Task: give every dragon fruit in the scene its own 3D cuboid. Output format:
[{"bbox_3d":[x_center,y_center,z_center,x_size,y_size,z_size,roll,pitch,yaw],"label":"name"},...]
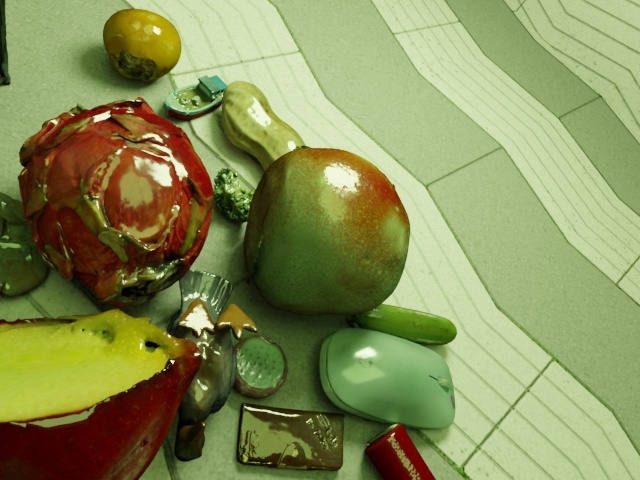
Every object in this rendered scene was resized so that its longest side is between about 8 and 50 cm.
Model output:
[{"bbox_3d":[-0.299,-0.065,0.774,0.277,0.277,0.343,-25,71,-37],"label":"dragon fruit"}]

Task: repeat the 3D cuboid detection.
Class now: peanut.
[{"bbox_3d":[-0.120,-0.219,1.068,0.125,0.111,0.274,-35,79,-34],"label":"peanut"}]

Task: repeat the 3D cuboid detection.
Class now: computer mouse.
[{"bbox_3d":[0.131,0.241,0.903,0.288,0.097,0.160,15,51,-17],"label":"computer mouse"}]

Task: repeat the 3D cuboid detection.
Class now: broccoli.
[{"bbox_3d":[-0.167,-0.088,0.972,0.095,0.092,0.097,19,69,1],"label":"broccoli"}]

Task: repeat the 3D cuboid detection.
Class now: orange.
[{"bbox_3d":[-0.366,-0.400,1.045,0.154,0.154,0.134,2,100,-27],"label":"orange"}]

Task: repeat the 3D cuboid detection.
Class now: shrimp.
[{"bbox_3d":[-0.541,-0.027,0.752,0.289,0.075,0.178,24,43,-10],"label":"shrimp"}]

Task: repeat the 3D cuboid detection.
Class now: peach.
[{"bbox_3d":[-0.314,0.216,0.592,0.361,0.202,0.258,-6,19,-12],"label":"peach"}]

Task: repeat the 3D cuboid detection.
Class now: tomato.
[{"bbox_3d":[0.000,0.000,0.871,0.303,0.303,0.239,26,49,-10],"label":"tomato"}]

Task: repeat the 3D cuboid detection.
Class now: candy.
[{"bbox_3d":[-0.104,0.208,0.836,0.103,0.043,0.103,15,51,-19],"label":"candy"}]

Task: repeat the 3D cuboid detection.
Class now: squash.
[{"bbox_3d":[0.154,0.160,0.986,0.251,0.066,0.066,15,54,-20],"label":"squash"}]

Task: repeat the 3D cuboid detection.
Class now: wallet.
[{"bbox_3d":[-0.043,0.313,0.808,0.176,0.026,0.095,14,56,-18],"label":"wallet"}]

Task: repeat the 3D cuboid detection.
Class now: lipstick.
[{"bbox_3d":[0.166,0.417,0.813,0.080,0.080,0.241,-23,71,-36],"label":"lipstick"}]

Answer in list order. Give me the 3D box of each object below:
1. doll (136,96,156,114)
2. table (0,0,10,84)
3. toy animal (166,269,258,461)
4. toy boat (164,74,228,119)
[{"bbox_3d":[-0.325,-0.202,0.984,0.169,0.057,0.109,38,48,1],"label":"doll"},{"bbox_3d":[-0.662,-0.293,0.731,0.222,0.272,0.335,29,50,-9],"label":"table"},{"bbox_3d":[-0.176,0.165,0.747,0.122,0.186,0.298,7,30,-21],"label":"toy animal"},{"bbox_3d":[-0.265,-0.306,1.084,0.069,0.059,0.173,46,50,7],"label":"toy boat"}]
